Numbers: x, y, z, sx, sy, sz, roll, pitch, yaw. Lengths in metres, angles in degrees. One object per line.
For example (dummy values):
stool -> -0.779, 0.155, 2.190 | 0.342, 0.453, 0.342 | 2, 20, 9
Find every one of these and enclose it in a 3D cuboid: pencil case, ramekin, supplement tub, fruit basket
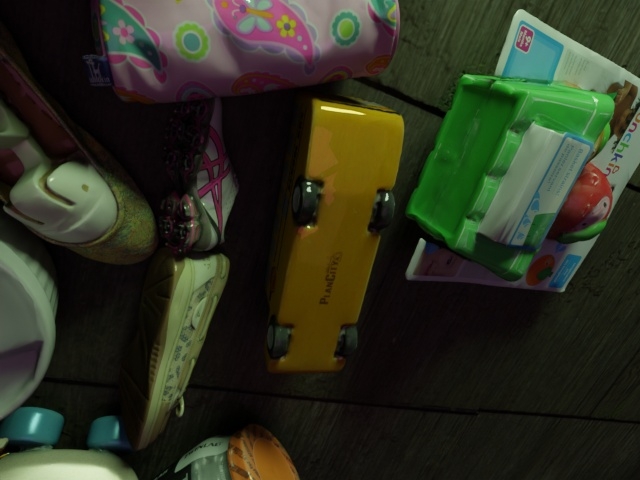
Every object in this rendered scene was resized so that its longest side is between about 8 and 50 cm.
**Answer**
pencil case -> -0.070, -0.205, 0.415 | 0.283, 0.124, 0.124 | -10, 118, -12
ramekin -> -0.410, 0.065, 0.444 | 0.272, 0.127, 0.273 | -7, 117, -14
supplement tub -> -0.192, 0.435, 0.655 | 0.316, 0.194, 0.194 | -38, 120, 3
fruit basket -> 0.307, -0.070, 0.574 | 0.352, 0.165, 0.327 | 11, 112, -25

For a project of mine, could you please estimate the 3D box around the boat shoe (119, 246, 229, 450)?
boat shoe -> -0.190, 0.146, 0.562 | 0.089, 0.104, 0.285 | 4, 114, -44

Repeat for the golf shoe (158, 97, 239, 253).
golf shoe -> -0.133, -0.078, 0.501 | 0.086, 0.067, 0.186 | -10, 117, -51

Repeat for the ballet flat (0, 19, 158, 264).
ballet flat -> -0.286, -0.088, 0.413 | 0.123, 0.123, 0.349 | -29, 120, -1

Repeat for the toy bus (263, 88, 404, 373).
toy bus -> 0.000, 0.000, 0.532 | 0.108, 0.130, 0.333 | 4, 114, -19

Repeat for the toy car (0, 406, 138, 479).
toy car -> -0.375, 0.381, 0.602 | 0.210, 0.219, 0.238 | 16, 139, -24

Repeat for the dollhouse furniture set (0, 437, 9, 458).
dollhouse furniture set -> -0.398, 0.218, 0.417 | 0.151, 0.059, 0.076 | 33, 104, -28
